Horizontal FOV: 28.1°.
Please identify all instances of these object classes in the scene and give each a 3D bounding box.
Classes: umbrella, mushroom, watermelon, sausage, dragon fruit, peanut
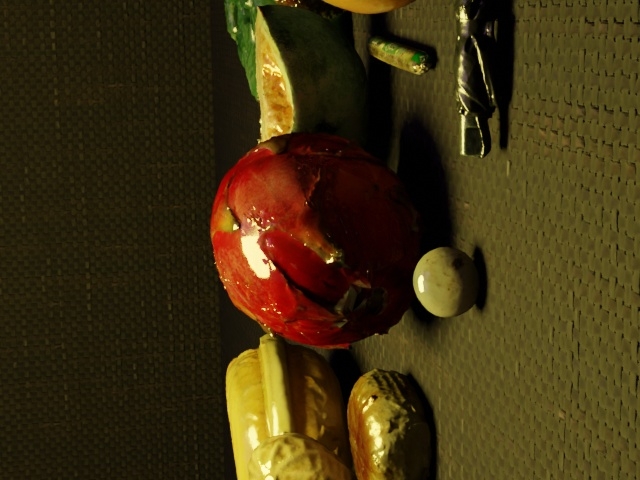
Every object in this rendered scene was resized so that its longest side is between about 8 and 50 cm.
[{"bbox_3d":[0.174,-0.208,1.413,0.066,0.059,0.236,-51,-41,-74],"label":"umbrella"},{"bbox_3d":[0.157,0.049,1.545,0.079,0.085,0.085,-14,-76,-61],"label":"mushroom"},{"bbox_3d":[0.005,-0.180,1.898,0.175,0.188,0.322,-123,26,-59],"label":"watermelon"},{"bbox_3d":[0.106,-0.256,1.759,0.269,0.032,0.033,-132,40,-71],"label":"sausage"},{"bbox_3d":[0.000,0.000,1.745,0.301,0.295,0.296,40,138,38],"label":"dragon fruit"},{"bbox_3d":[0.025,0.415,1.879,0.325,0.140,0.153,47,-171,10],"label":"peanut"}]

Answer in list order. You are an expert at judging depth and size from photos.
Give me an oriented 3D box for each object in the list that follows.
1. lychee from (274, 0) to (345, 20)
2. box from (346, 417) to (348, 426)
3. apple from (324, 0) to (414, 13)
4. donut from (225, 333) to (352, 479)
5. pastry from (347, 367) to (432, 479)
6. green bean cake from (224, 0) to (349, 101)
[{"bbox_3d":[-0.002,-0.408,1.948,0.171,0.171,0.171,177,90,-78],"label":"lychee"},{"bbox_3d":[0.071,0.263,2.010,0.115,0.048,0.025,104,166,-53],"label":"box"},{"bbox_3d":[0.057,-0.396,1.516,0.253,0.253,0.254,177,90,-78],"label":"apple"},{"bbox_3d":[-0.048,0.375,2.161,0.449,0.198,0.449,172,90,-88],"label":"donut"},{"bbox_3d":[0.092,0.283,1.819,0.192,0.093,0.182,-125,32,-67],"label":"pastry"},{"bbox_3d":[-0.060,-0.373,2.182,0.300,0.169,0.308,148,117,-76],"label":"green bean cake"}]
